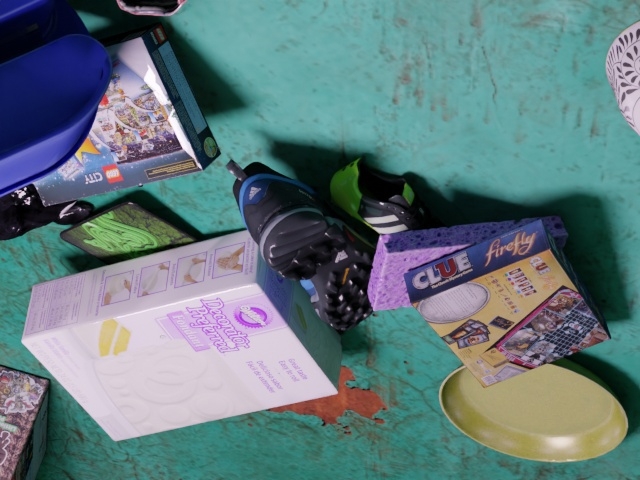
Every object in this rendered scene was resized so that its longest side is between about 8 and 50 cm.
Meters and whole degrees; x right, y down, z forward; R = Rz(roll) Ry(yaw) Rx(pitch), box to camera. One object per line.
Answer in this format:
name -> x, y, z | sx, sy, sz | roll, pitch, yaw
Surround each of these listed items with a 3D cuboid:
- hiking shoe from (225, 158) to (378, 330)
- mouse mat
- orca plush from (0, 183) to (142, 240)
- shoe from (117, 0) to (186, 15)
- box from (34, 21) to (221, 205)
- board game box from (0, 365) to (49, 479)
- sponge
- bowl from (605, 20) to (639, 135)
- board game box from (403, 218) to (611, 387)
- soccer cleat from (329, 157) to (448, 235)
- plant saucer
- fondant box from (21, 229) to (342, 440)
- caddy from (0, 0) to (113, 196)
hiking shoe -> 0.000, 0.000, 1.955 | 0.113, 0.132, 0.304 | -36, 150, 3
mouse mat -> -0.210, 0.015, 2.111 | 0.190, 0.007, 0.153 | 33, 143, -32
orca plush -> -0.327, -0.040, 2.016 | 0.287, 0.102, 0.151 | -9, 138, 32
shoe -> -0.113, -0.262, 1.636 | 0.178, 0.081, 0.063 | -4, 140, 27
box -> -0.239, -0.133, 1.850 | 0.233, 0.044, 0.159 | -10, 114, 34
board game box -> -0.508, 0.357, 2.482 | 0.141, 0.291, 0.232 | 16, 145, 1
sponge -> 0.161, 0.026, 1.892 | 0.210, 0.031, 0.117 | -6, 145, -13
bowl -> 0.351, -0.132, 1.626 | 0.170, 0.080, 0.170 | 12, 145, 8
board game box -> 0.214, 0.076, 1.916 | 0.165, 0.042, 0.243 | -22, 146, 14
soccer cleat -> 0.093, -0.028, 1.899 | 0.179, 0.060, 0.072 | 31, 142, -16
plant saucer -> 0.272, 0.205, 2.167 | 0.241, 0.037, 0.241 | 12, 145, 8
fondant box -> -0.171, 0.124, 2.139 | 0.330, 0.096, 0.238 | -15, 136, 20
caddy -> -0.369, -0.153, 1.676 | 0.241, 0.341, 0.179 | 63, 156, 1
